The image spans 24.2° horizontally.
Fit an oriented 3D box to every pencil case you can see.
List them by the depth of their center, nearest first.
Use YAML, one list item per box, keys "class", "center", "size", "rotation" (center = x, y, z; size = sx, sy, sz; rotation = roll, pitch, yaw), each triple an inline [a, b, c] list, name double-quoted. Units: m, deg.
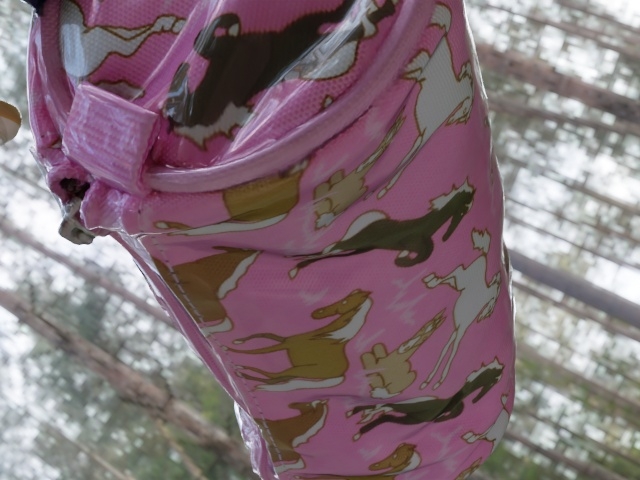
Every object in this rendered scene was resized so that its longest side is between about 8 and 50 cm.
- class: "pencil case"
  center: [0.000, 0.000, 0.663]
  size: [0.386, 0.167, 0.160]
  rotation: [65, -161, -61]

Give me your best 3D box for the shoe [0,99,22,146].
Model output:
- class: "shoe"
  center: [-0.319, -0.071, 1.041]
  size: [0.219, 0.076, 0.058]
  rotation: [0, -97, -15]
